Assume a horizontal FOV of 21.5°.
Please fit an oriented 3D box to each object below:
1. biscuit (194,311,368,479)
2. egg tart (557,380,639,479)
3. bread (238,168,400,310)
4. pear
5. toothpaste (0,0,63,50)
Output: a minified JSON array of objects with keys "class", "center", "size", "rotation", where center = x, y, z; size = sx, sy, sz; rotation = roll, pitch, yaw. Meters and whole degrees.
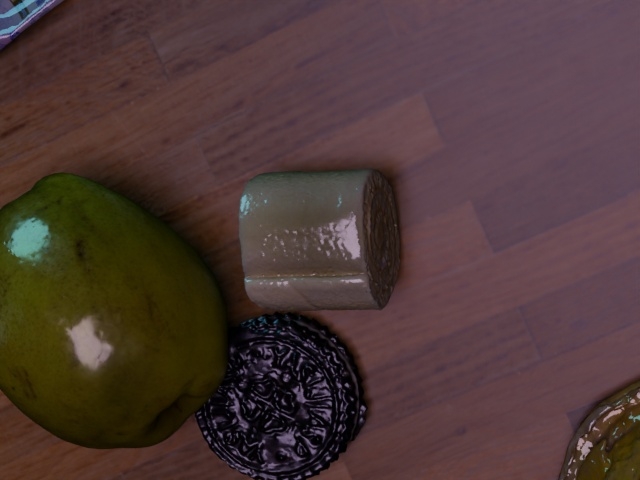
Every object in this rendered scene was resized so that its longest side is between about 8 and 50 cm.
[{"class":"biscuit","center":[-0.046,0.173,1.843],"size":[0.194,0.053,0.195],"rotation":[2,100,14]},{"class":"egg tart","center":[0.399,0.306,1.713],"size":[0.345,0.132,0.345],"rotation":[2,98,11]},{"class":"bread","center":[0.000,0.000,1.765],"size":[0.141,0.134,0.148],"rotation":[-1,86,18]},{"class":"pear","center":[-0.241,0.075,1.782],"size":[0.253,0.253,0.307],"rotation":[-41,77,16]},{"class":"toothpaste","center":[-0.299,-0.288,1.844],"size":[0.301,0.048,0.075],"rotation":[-40,83,14]}]
